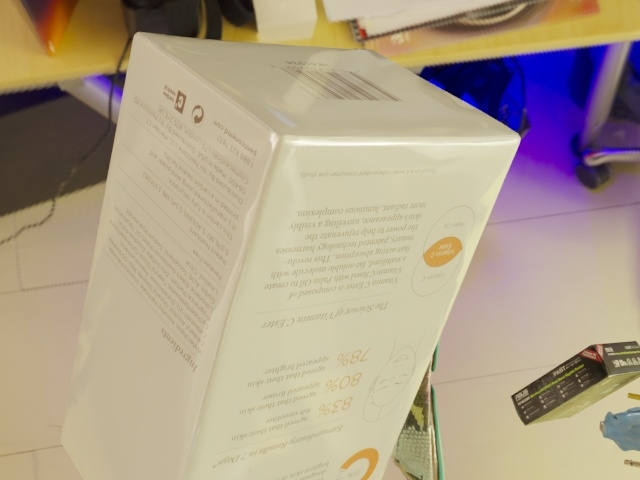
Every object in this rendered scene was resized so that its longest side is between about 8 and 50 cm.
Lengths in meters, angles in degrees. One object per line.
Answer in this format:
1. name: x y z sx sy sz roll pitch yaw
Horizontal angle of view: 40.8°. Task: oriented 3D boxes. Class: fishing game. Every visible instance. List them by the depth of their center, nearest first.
1. fishing game: 0.477 0.265 1.176 0.189 0.264 0.041 7 59 27

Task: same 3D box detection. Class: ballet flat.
1. ballet flat: 0.073 0.123 0.767 0.079 0.077 0.222 0 92 0

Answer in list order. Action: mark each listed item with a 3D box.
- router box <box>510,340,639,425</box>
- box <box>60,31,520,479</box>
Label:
1. router box: 0.280 0.153 0.927 0.092 0.122 0.038 4 54 -42
2. box: -0.037 0.045 0.633 0.215 0.345 0.168 -6 34 -41
